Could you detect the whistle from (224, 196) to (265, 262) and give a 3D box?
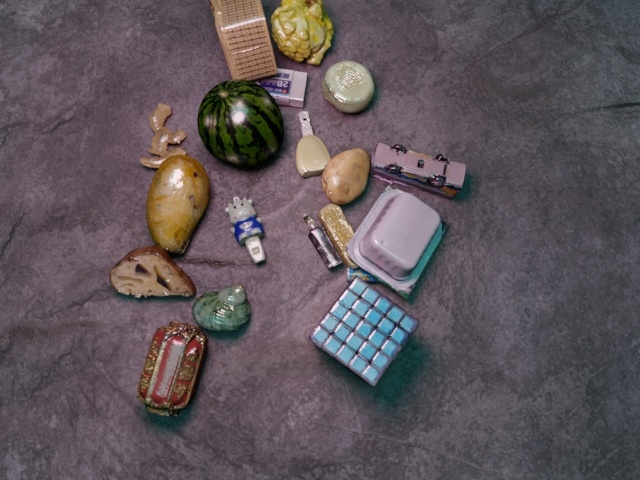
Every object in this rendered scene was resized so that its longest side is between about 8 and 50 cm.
[{"bbox_3d":[-0.246,-0.041,1.451,0.110,0.092,0.244,-20,77,-10],"label":"whistle"}]

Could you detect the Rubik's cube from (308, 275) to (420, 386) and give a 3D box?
[{"bbox_3d":[0.121,0.276,1.311,0.237,0.238,0.237,37,78,8],"label":"Rubik's cube"}]

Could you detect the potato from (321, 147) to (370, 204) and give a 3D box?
[{"bbox_3d":[0.084,-0.226,1.482,0.161,0.128,0.235,30,68,-31],"label":"potato"}]

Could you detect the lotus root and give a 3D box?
[{"bbox_3d":[-0.547,0.103,1.392,0.260,0.074,0.170,-3,108,2],"label":"lotus root"}]

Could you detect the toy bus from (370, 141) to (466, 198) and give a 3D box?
[{"bbox_3d":[0.328,-0.240,1.489,0.317,0.138,0.112,17,72,4],"label":"toy bus"}]

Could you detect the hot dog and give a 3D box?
[{"bbox_3d":[0.076,-0.012,1.461,0.084,0.073,0.242,-30,80,-11],"label":"hot dog"}]

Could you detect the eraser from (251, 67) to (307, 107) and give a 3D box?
[{"bbox_3d":[-0.158,-0.566,1.585,0.210,0.068,0.124,8,73,1],"label":"eraser"}]

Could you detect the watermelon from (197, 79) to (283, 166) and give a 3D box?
[{"bbox_3d":[-0.267,-0.388,1.443,0.285,0.285,0.285,0,77,-1],"label":"watermelon"}]

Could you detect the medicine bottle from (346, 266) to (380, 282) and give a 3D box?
[{"bbox_3d":[0.182,0.116,1.446,0.191,0.051,0.051,1,77,-1],"label":"medicine bottle"}]

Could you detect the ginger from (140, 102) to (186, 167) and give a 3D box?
[{"bbox_3d":[-0.549,-0.372,1.542,0.149,0.065,0.259,7,71,-12],"label":"ginger"}]

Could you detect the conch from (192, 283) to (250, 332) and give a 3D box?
[{"bbox_3d":[-0.315,0.217,1.380,0.188,0.122,0.176,-31,55,-11],"label":"conch"}]

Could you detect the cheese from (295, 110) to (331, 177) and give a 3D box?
[{"bbox_3d":[-0.041,-0.352,1.547,0.127,0.054,0.251,-11,77,-7],"label":"cheese"}]

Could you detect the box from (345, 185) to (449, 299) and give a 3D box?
[{"bbox_3d":[0.270,-0.019,1.411,0.264,0.106,0.337,35,68,0],"label":"box"}]

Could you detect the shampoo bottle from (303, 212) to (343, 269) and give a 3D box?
[{"bbox_3d":[0.001,-0.001,1.462,0.057,0.063,0.208,-29,80,-8],"label":"shampoo bottle"}]

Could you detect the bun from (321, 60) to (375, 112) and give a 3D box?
[{"bbox_3d":[0.097,-0.548,1.561,0.195,0.118,0.195,1,78,-7],"label":"bun"}]

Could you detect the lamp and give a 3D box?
[{"bbox_3d":[-0.450,0.388,1.317,0.177,0.177,0.274,13,79,2],"label":"lamp"}]

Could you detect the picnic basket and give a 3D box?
[{"bbox_3d":[-0.271,-0.729,1.500,0.175,0.228,0.313,-13,55,0],"label":"picnic basket"}]

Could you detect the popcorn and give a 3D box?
[{"bbox_3d":[-0.063,-0.763,1.557,0.256,0.195,0.255,-31,122,-37],"label":"popcorn"}]

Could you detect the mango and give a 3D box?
[{"bbox_3d":[-0.481,-0.121,1.440,0.176,0.175,0.329,24,98,28],"label":"mango"}]
